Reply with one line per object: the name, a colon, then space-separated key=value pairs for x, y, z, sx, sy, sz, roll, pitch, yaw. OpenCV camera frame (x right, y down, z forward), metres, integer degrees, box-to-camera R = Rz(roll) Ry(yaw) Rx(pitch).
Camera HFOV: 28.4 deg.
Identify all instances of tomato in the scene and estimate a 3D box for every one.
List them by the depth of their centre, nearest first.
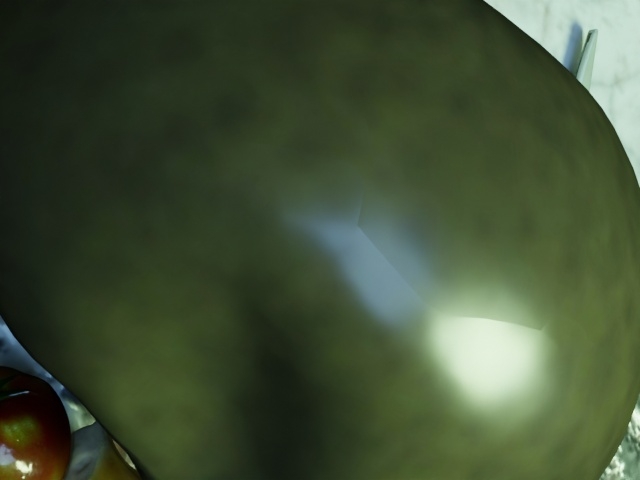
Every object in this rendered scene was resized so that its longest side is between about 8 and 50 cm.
tomato: x=-0.160 y=0.101 z=0.599 sx=0.087 sy=0.087 sz=0.075 roll=-10 pitch=116 yaw=-26

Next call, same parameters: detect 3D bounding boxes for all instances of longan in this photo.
longan: x=0.000 y=0.000 z=0.570 sx=0.350 sy=0.288 sz=0.288 roll=40 pitch=75 yaw=-20

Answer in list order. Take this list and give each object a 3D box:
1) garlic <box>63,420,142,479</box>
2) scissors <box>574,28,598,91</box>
garlic: x=-0.051 y=0.172 z=0.661 sx=0.198 sy=0.090 sz=0.129 roll=14 pitch=74 yaw=-23
scissors: x=0.157 y=-0.073 z=0.789 sx=0.058 sy=0.014 sz=0.119 roll=10 pitch=92 yaw=-28
